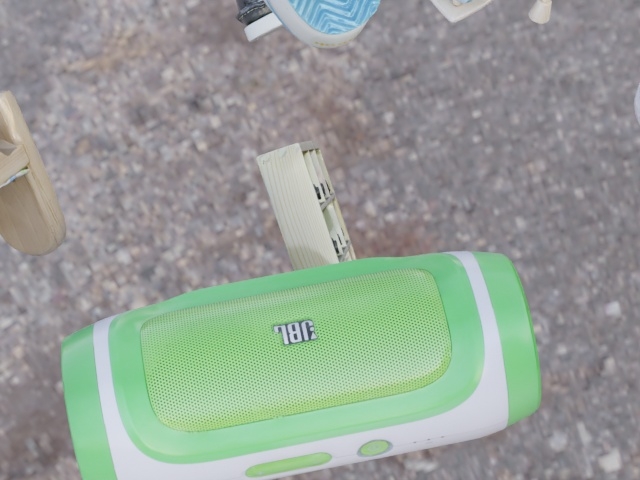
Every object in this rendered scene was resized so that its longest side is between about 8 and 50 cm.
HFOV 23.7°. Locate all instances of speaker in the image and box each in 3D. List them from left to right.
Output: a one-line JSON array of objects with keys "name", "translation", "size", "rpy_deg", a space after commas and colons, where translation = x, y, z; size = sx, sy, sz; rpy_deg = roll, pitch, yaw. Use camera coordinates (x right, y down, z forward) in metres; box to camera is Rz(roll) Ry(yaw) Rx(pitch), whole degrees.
[{"name": "speaker", "translation": [-0.013, 0.088, 1.001], "size": [0.296, 0.131, 0.131], "rpy_deg": [-11, 40, -3]}]

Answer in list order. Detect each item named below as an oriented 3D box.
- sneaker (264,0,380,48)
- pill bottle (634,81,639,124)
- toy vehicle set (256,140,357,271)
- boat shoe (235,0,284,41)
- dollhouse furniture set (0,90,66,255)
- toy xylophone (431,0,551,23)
[{"name": "sneaker", "translation": [-0.039, -0.234, 1.047], "size": [0.087, 0.229, 0.092], "rpy_deg": [-25, -3, -10]}, {"name": "pill bottle", "translation": [0.417, -0.074, 1.234], "size": [0.169, 0.301, 0.169], "rpy_deg": [-50, 14, 17]}, {"name": "toy vehicle set", "translation": [0.000, 0.000, 1.290], "size": [0.035, 0.166, 0.267], "rpy_deg": [-18, 3, 4]}, {"name": "boat shoe", "translation": [-0.043, -0.342, 2.075], "size": [0.114, 0.091, 0.302], "rpy_deg": [-23, 7, 15]}, {"name": "dollhouse furniture set", "translation": [-0.441, 0.086, 1.206], "size": [0.394, 0.257, 0.362], "rpy_deg": [-4, 25, 33]}, {"name": "toy xylophone", "translation": [0.219, -0.414, 1.946], "size": [0.081, 0.323, 0.236], "rpy_deg": [-22, 51, -27]}]
